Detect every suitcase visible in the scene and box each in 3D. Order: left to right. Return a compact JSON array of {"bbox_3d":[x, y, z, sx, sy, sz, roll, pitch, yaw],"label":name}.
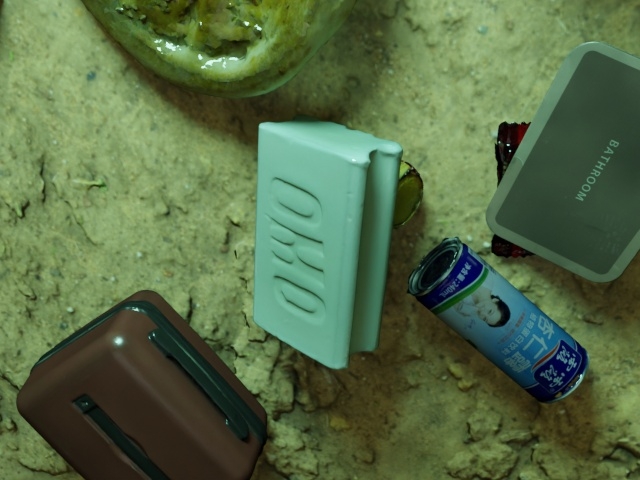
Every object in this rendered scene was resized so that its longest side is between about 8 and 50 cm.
[{"bbox_3d":[-0.236,0.236,0.987,0.236,0.161,0.297,-33,107,18],"label":"suitcase"}]

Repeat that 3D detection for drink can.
[{"bbox_3d":[0.226,0.102,0.908,0.235,0.097,0.097,40,113,-13],"label":"drink can"}]

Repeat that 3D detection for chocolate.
[{"bbox_3d":[0.250,-0.058,0.866,0.086,0.028,0.182,1,115,5],"label":"chocolate"}]

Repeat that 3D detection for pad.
[{"bbox_3d":[0.305,-0.075,0.791,0.176,0.002,0.266,27,131,11],"label":"pad"}]

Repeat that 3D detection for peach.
[{"bbox_3d":[0.083,-0.059,0.870,0.077,0.050,0.083,-3,127,-18],"label":"peach"}]

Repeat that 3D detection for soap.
[{"bbox_3d":[0.000,0.000,0.851,0.160,0.088,0.265,25,123,36],"label":"soap"}]

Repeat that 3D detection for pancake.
[{"bbox_3d":[-0.123,-0.338,0.722,0.382,0.071,0.382,9,123,15],"label":"pancake"}]
